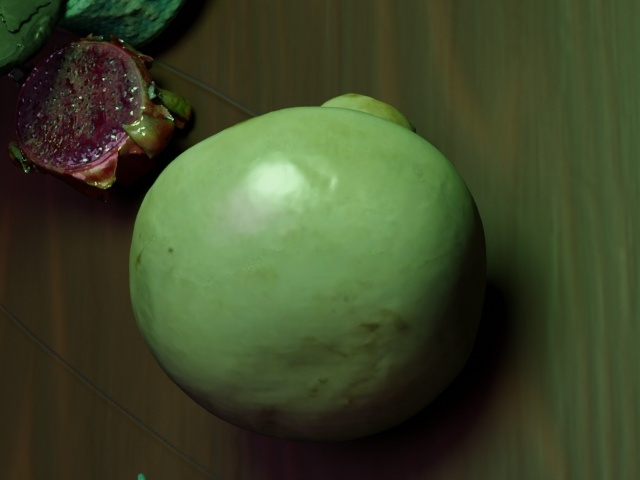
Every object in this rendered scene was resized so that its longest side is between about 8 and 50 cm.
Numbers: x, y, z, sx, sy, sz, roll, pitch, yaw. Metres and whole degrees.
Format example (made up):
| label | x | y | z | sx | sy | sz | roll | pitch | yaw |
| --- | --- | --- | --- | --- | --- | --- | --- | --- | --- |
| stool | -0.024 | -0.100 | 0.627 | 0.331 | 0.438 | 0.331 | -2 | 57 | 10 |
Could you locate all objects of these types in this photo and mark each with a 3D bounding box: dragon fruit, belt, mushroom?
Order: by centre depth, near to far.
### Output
| label | x | y | z | sx | sy | sz | roll | pitch | yaw |
| --- | --- | --- | --- | --- | --- | --- | --- | --- | --- |
| mushroom | -0.009 | 0.001 | 1.058 | 0.206 | 0.206 | 0.209 | -25 | 60 | 28 |
| dragon fruit | -0.148 | -0.077 | 1.277 | 0.126 | 0.068 | 0.112 | -6 | 67 | 24 |
| belt | -0.132 | -0.216 | 1.303 | 0.163 | 0.082 | 0.147 | -59 | 40 | 13 |

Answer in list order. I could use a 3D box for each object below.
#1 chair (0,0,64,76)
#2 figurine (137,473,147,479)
| label | x | y | z | sx | sy | sz | roll | pitch | yaw |
| --- | --- | --- | --- | --- | --- | --- | --- | --- | --- |
| chair | -0.375 | -0.139 | 1.331 | 0.401 | 0.226 | 0.227 | -29 | 57 | 44 |
| figurine | -0.104 | 0.214 | 1.128 | 0.068 | 0.075 | 0.140 | -21 | 60 | 29 |
